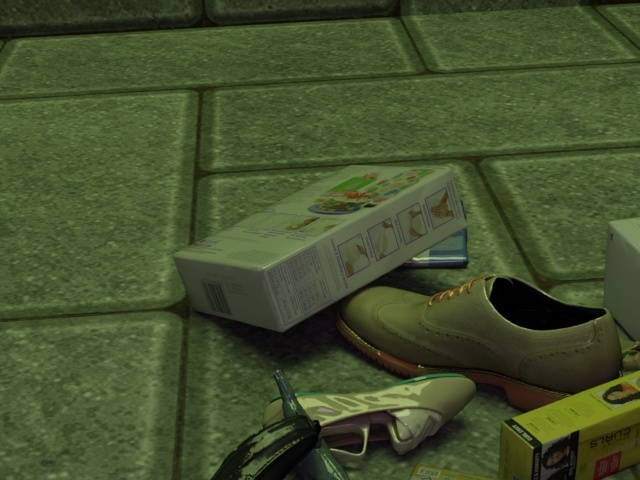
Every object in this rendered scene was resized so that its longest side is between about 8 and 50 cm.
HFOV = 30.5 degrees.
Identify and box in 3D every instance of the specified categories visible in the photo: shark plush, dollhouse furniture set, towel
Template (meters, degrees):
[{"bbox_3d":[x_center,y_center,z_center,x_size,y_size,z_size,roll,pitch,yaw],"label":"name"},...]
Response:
[{"bbox_3d":[-0.004,0.210,1.244,0.073,0.067,0.161,-4,63,-21],"label":"shark plush"},{"bbox_3d":[0.377,0.163,1.430,0.076,0.058,0.152,-19,10,-16],"label":"dollhouse furniture set"},{"bbox_3d":[0.086,-0.016,1.820,0.285,0.034,0.209,1,26,6],"label":"towel"}]

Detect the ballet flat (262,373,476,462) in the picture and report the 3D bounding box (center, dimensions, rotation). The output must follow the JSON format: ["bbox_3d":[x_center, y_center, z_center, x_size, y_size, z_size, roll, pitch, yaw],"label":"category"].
[{"bbox_3d":[0.060,0.208,1.318,0.249,0.086,0.086,-7,26,-6],"label":"ballet flat"}]

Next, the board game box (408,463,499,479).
[{"bbox_3d":[0.185,0.301,1.134,0.243,0.042,0.165,8,27,21],"label":"board game box"}]

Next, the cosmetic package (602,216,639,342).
[{"bbox_3d":[0.510,0.064,1.491,0.225,0.138,0.224,-6,26,-10],"label":"cosmetic package"}]

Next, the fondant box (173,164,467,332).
[{"bbox_3d":[0.000,0.000,1.610,0.330,0.096,0.238,-29,20,-29],"label":"fondant box"}]

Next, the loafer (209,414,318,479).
[{"bbox_3d":[-0.081,0.263,1.164,0.223,0.076,0.078,-39,59,-20],"label":"loafer"}]

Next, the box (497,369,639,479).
[{"bbox_3d":[0.302,0.208,1.272,0.232,0.087,0.058,-14,30,-26],"label":"box"}]

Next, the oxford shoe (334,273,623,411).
[{"bbox_3d":[0.189,0.094,1.442,0.397,0.146,0.140,12,32,32],"label":"oxford shoe"}]
